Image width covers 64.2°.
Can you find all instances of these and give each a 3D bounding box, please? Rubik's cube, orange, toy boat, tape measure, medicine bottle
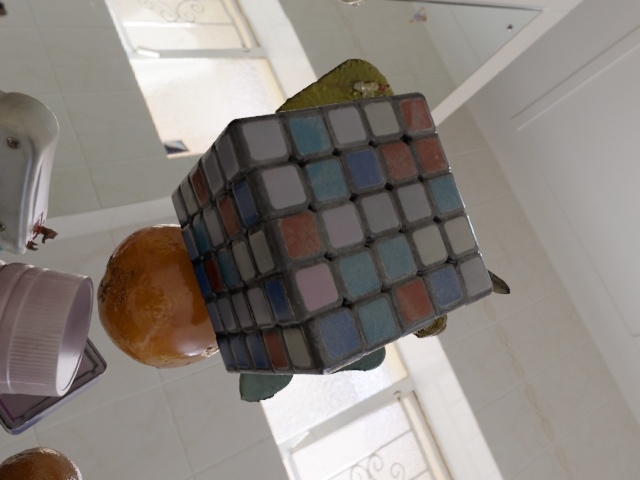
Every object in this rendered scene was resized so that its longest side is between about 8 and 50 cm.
[{"bbox_3d":[0.000,0.000,0.696,0.293,0.292,0.286,-24,-96,60],"label":"Rubik's cube"},{"bbox_3d":[-0.627,0.560,1.119,0.206,0.206,0.205,24,-58,48],"label":"orange"},{"bbox_3d":[0.462,0.106,1.481,0.210,0.084,0.066,34,-13,46],"label":"toy boat"},{"bbox_3d":[-0.563,-0.125,0.833,0.130,0.265,0.258,-93,-154,-52],"label":"tape measure"},{"bbox_3d":[-0.368,0.076,0.493,0.133,0.250,0.133,-168,-90,-79],"label":"medicine bottle"},{"bbox_3d":[-0.246,0.094,0.867,0.246,0.246,0.245,24,-58,48],"label":"orange"}]

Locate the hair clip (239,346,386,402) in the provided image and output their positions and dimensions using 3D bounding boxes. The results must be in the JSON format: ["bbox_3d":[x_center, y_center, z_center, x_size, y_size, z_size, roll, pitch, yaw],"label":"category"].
[{"bbox_3d":[-0.094,0.150,1.137,0.391,0.319,0.238,61,-9,-7],"label":"hair clip"}]

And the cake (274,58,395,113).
[{"bbox_3d":[0.034,-0.249,1.072,0.179,0.261,0.156,57,10,-5],"label":"cake"}]

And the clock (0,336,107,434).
[{"bbox_3d":[-0.418,0.152,0.722,0.193,0.145,0.073,52,-39,7],"label":"clock"}]

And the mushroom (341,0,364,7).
[{"bbox_3d":[0.098,-0.682,1.351,0.154,0.154,0.122,50,-15,31],"label":"mushroom"}]

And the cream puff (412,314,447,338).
[{"bbox_3d":[0.315,0.226,1.736,0.244,0.196,0.244,-25,90,-84],"label":"cream puff"}]
